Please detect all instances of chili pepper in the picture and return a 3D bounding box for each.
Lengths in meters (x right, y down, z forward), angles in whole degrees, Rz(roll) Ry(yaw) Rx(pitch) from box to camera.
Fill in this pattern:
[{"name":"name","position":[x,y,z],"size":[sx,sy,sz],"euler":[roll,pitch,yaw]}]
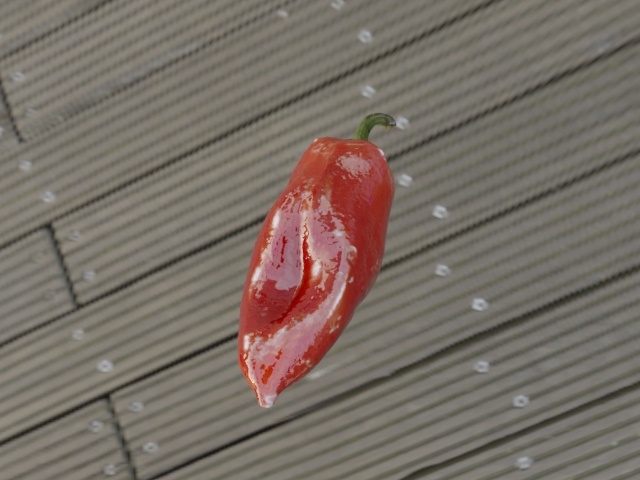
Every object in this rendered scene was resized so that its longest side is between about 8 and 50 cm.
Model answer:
[{"name":"chili pepper","position":[-0.001,0.000,0.644],"size":[0.059,0.050,0.191],"euler":[-1,43,22]}]
